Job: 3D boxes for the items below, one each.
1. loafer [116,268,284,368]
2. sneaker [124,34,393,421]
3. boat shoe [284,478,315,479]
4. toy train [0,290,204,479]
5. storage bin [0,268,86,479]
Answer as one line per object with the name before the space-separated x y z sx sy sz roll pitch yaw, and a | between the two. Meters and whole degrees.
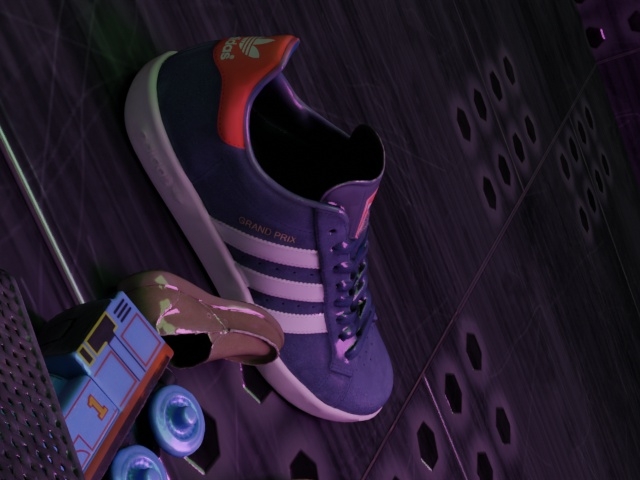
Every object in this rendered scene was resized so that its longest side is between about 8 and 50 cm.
loafer | -0.081 0.065 0.761 0.148 0.056 0.050 26 53 -44
sneaker | 0.000 0.000 0.844 0.350 0.148 0.131 58 31 -30
boat shoe | -0.027 0.219 0.719 0.302 0.103 0.113 -6 81 -63
toy train | -0.135 0.116 0.604 0.105 0.080 0.184 53 34 -19
storage bin | -0.174 0.080 0.427 0.084 0.122 0.180 44 9 -46
